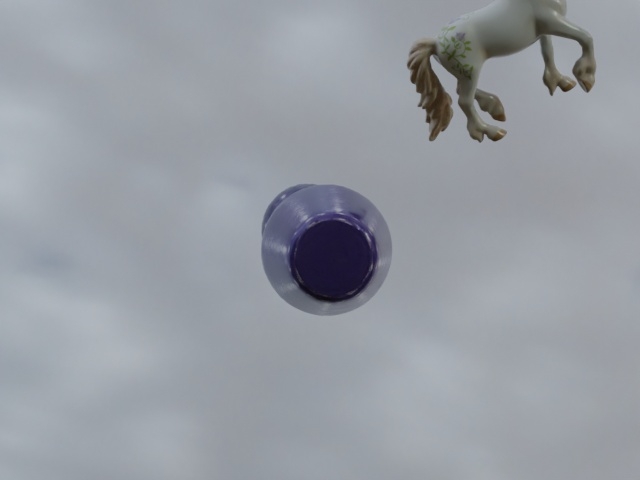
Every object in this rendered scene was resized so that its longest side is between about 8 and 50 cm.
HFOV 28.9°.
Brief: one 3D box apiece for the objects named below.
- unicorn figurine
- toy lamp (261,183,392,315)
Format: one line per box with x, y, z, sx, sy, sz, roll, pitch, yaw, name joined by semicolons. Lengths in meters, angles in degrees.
0.127;-0.137;0.802;0.162;0.060;0.111;-33;-73;-13;unicorn figurine
0.000;0.000;0.797;0.080;0.275;0.080;0;-85;-3;toy lamp
